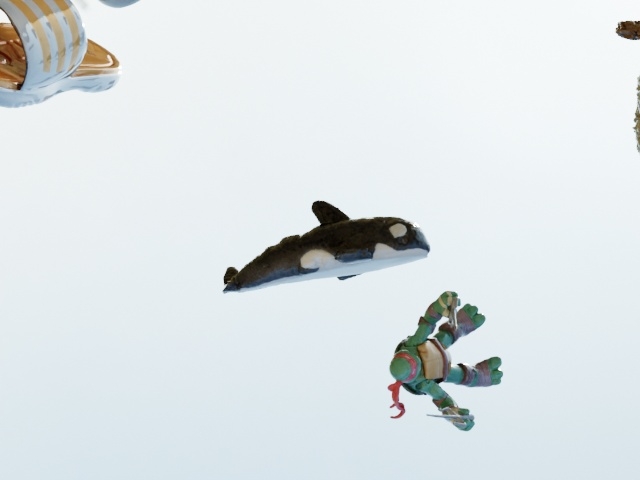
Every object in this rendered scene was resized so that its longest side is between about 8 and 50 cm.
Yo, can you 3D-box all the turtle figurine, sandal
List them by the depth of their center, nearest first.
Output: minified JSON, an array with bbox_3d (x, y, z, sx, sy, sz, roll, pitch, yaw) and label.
[{"bbox_3d":[-0.212,-0.157,0.983,0.076,0.102,0.265,-61,172,16],"label":"sandal"},{"bbox_3d":[0.154,0.152,1.726,0.118,0.175,0.234,-4,-178,29],"label":"turtle figurine"}]

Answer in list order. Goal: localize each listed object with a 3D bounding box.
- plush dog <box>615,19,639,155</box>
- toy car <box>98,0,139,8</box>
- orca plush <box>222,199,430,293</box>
[{"bbox_3d":[0.435,-0.159,1.591,0.225,0.210,0.262,91,14,-56],"label":"plush dog"},{"bbox_3d":[-0.202,-0.362,1.533,0.136,0.159,0.182,4,-147,42],"label":"toy car"},{"bbox_3d":[0.000,0.000,1.839,0.287,0.102,0.151,-14,167,19],"label":"orca plush"}]
